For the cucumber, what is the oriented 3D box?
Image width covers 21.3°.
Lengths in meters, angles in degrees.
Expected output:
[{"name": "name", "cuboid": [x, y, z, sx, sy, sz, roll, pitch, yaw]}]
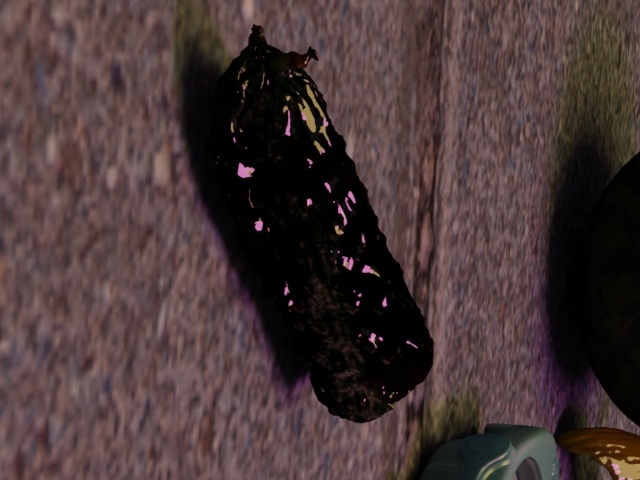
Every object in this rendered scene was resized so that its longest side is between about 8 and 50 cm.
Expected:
[{"name": "cucumber", "cuboid": [0.000, 0.000, 0.584, 0.181, 0.053, 0.053, 68, 34, -43]}]

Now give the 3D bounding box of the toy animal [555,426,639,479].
[{"name": "toy animal", "cuboid": [0.211, 0.169, 1.076, 0.219, 0.095, 0.155, 48, 43, -19]}]

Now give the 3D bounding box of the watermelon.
[{"name": "watermelon", "cuboid": [0.251, 0.031, 0.996, 0.212, 0.212, 0.212, 5, 90, -68]}]

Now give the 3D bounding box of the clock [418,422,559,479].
[{"name": "clock", "cuboid": [0.071, 0.139, 0.786, 0.147, 0.045, 0.108, 12, 83, -67]}]
